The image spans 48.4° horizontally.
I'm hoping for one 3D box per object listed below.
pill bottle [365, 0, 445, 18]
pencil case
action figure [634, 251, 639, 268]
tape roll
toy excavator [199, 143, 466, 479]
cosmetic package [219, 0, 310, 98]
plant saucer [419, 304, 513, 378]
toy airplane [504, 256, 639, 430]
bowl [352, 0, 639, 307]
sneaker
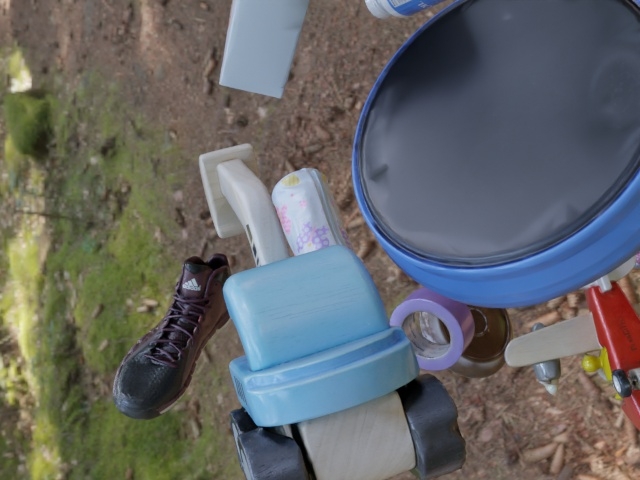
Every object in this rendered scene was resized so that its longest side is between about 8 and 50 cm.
[{"bbox_3d":[0.196,-0.544,1.501,0.221,0.124,0.124,-2,91,56],"label":"pill bottle"},{"bbox_3d":[0.000,0.000,1.283,0.124,0.114,0.273,108,147,-50],"label":"pencil case"},{"bbox_3d":[0.898,0.014,1.774,0.248,0.370,0.276,-62,11,-19],"label":"action figure"},{"bbox_3d":[0.267,0.211,1.710,0.189,0.080,0.189,12,115,27],"label":"tape roll"},{"bbox_3d":[-0.039,0.067,0.887,0.433,0.222,0.445,160,95,-77],"label":"toy excavator"},{"bbox_3d":[-0.052,-0.424,0.961,0.284,0.097,0.377,110,166,-48],"label":"cosmetic package"},{"bbox_3d":[0.433,0.238,2.046,0.050,0.311,0.310,-47,58,58],"label":"plant saucer"},{"bbox_3d":[0.672,0.223,1.637,0.386,0.384,0.272,25,154,28],"label":"toy airplane"},{"bbox_3d":[0.203,-0.123,0.784,0.391,0.077,0.391,-18,58,32],"label":"bowl"},{"bbox_3d":[-0.211,0.115,1.043,0.106,0.281,0.162,20,130,8],"label":"sneaker"}]
